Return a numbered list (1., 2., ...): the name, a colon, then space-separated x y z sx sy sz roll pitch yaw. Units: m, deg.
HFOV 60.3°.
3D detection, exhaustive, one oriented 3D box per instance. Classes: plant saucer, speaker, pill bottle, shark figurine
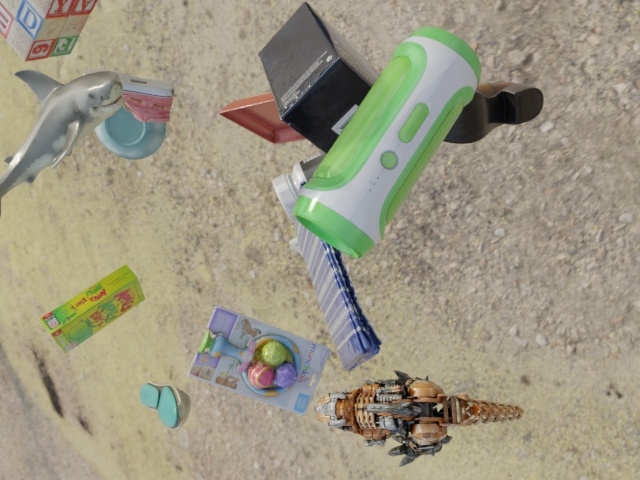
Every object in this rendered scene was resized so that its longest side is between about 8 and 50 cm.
1. plant saucer: -0.108 -0.352 1.558 0.258 0.259 0.048 -2 77 34
2. plant saucer: -0.505 -0.304 1.445 0.194 0.037 0.195 0 111 0
3. speaker: 0.089 -0.127 0.724 0.131 0.131 0.297 30 83 27
4. pill bottle: 0.025 -0.166 1.505 0.283 0.161 0.161 -26 91 5
5. shark figurine: -0.356 -0.145 0.688 0.278 0.166 0.116 -36 113 11

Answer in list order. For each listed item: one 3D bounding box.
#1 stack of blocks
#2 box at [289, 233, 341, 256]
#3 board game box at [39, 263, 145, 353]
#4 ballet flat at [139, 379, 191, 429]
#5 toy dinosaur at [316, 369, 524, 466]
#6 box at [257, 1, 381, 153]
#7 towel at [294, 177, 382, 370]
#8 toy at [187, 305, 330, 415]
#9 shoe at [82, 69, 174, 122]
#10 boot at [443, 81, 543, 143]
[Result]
1. stack of blocks: -0.457 -0.432 0.785 0.297 0.087 0.171 48 126 -1
2. box: 0.000 0.000 1.336 0.102 0.087 0.101 45 153 -11
3. board game box: -0.437 0.132 1.073 0.043 0.181 0.092 42 152 22
4. ballet flat: -0.223 0.241 0.832 0.168 0.052 0.057 3 84 55
5. toy dinosaur: 0.162 0.301 0.931 0.321 0.165 0.218 18 161 14
6. box: 0.039 -0.336 1.254 0.182 0.296 0.294 -42 42 20
7. towel: 0.021 0.075 1.053 0.243 0.040 0.336 108 143 -68
8. toy: -0.105 0.225 1.003 0.237 0.137 0.056 23 175 -11
9. shoe: -0.393 -0.292 1.129 0.064 0.177 0.081 -100 21 -53
10. boot: 0.240 -0.275 1.080 0.280 0.264 0.096 39 146 57
